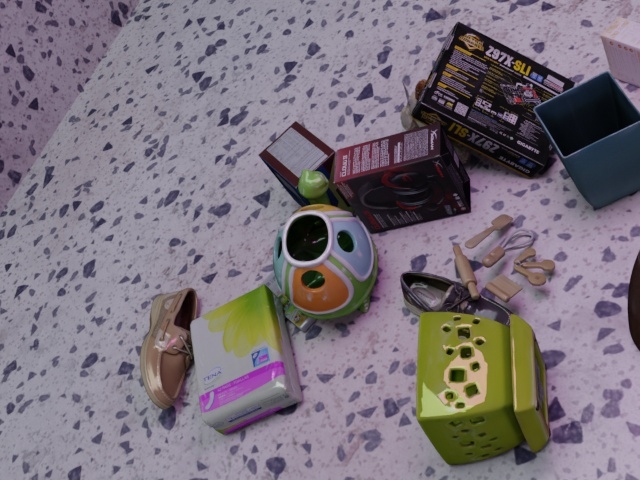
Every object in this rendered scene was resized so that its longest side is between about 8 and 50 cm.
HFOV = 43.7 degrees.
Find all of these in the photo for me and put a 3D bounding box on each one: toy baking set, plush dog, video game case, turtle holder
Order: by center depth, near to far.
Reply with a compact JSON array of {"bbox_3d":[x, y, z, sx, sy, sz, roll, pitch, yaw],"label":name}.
[{"bbox_3d":[0.383,0.041,1.706,0.197,0.030,0.256,-12,40,-5],"label":"toy baking set"},{"bbox_3d":[0.014,0.010,1.828,0.243,0.227,0.320,17,72,25],"label":"turtle holder"},{"bbox_3d":[-0.026,0.092,1.979,0.227,0.026,0.206,-46,45,-8],"label":"video game case"},{"bbox_3d":[0.341,-0.336,1.984,0.225,0.210,0.262,-18,43,-12],"label":"plush dog"}]

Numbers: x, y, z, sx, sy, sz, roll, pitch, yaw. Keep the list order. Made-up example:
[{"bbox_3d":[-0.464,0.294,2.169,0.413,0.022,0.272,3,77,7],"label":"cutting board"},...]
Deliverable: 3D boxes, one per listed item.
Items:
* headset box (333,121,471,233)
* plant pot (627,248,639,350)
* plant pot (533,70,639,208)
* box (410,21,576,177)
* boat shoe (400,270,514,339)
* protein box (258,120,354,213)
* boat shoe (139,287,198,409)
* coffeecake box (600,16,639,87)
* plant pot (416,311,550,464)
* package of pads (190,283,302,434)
[{"bbox_3d":[0.182,-0.138,1.888,0.293,0.218,0.110,-12,51,24],"label":"headset box"},{"bbox_3d":[0.636,0.086,1.410,0.215,0.230,0.215,-18,49,21],"label":"plant pot"},{"bbox_3d":[0.576,-0.186,1.659,0.166,0.234,0.165,-26,46,12],"label":"plant pot"},{"bbox_3d":[0.404,-0.327,1.859,0.322,0.079,0.257,26,65,-2],"label":"box"},{"bbox_3d":[0.282,0.137,1.695,0.285,0.092,0.103,23,71,42],"label":"boat shoe"},{"bbox_3d":[-0.019,-0.163,2.049,0.136,0.200,0.201,-43,44,-4],"label":"protein box"},{"bbox_3d":[-0.369,0.258,2.002,0.110,0.121,0.341,-22,46,18],"label":"boat shoe"},{"bbox_3d":[0.736,-0.407,1.794,0.068,0.142,0.185,-45,45,-5],"label":"coffeecake box"},{"bbox_3d":[0.308,0.272,1.488,0.207,0.227,0.228,-7,52,21],"label":"plant pot"},{"bbox_3d":[-0.183,0.279,1.868,0.229,0.101,0.296,-26,50,15],"label":"package of pads"}]
